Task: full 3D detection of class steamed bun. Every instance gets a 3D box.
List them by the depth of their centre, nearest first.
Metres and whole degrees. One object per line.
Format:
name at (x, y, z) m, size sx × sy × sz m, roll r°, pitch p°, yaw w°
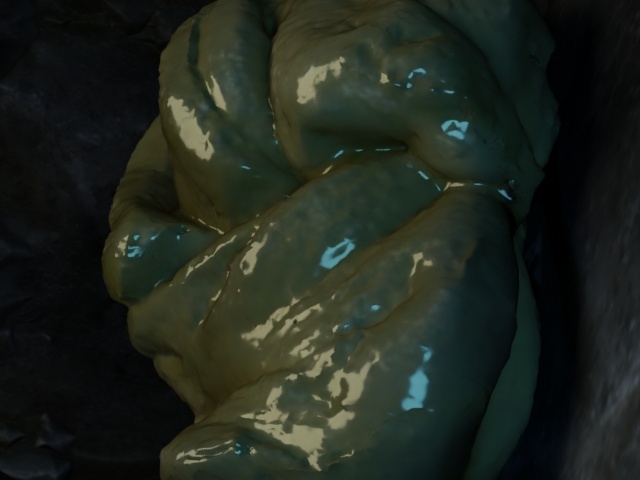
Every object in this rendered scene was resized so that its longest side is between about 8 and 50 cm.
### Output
steamed bun at (-0.001, -0.002, 0.916) m, size 0.325 × 0.230 × 0.372 m, roll 132°, pitch 151°, yaw -68°
